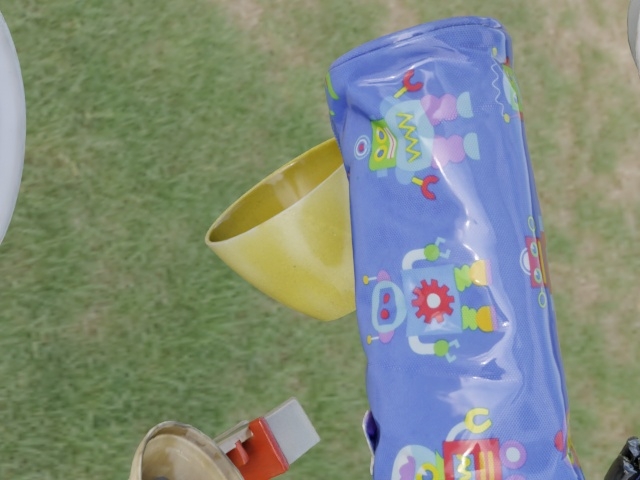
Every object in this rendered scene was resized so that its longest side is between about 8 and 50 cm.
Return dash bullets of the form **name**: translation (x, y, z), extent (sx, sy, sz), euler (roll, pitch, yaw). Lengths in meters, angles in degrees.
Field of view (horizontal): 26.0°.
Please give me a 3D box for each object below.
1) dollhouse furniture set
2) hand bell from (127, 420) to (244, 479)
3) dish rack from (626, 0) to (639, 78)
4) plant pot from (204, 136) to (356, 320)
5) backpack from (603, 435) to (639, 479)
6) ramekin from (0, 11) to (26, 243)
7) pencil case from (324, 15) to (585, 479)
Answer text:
- **dollhouse furniture set**: translation (-0.024, 0.287, 1.248), extent (0.135, 0.262, 0.259), euler (-29, 89, -54)
- **hand bell**: translation (-0.160, 0.214, 0.823), extent (0.126, 0.242, 0.126), euler (49, 24, -30)
- **dish rack**: translation (0.298, -0.103, 0.614), extent (0.333, 0.072, 0.285), euler (-40, 116, -2)
- **plant pot**: translation (0.000, 0.000, 0.975), extent (0.134, 0.134, 0.095), euler (-45, 107, -38)
- **backpack**: translation (0.353, 0.249, 1.004), extent (0.276, 0.263, 0.213), euler (68, 2, -54)
- **ramekin**: translation (-0.276, -0.061, 0.770), extent (0.273, 0.127, 0.273), euler (6, 90, -68)
- **pencil case**: translation (0.074, 0.022, 0.835), extent (0.119, 0.133, 0.306), euler (6, 75, -65)
